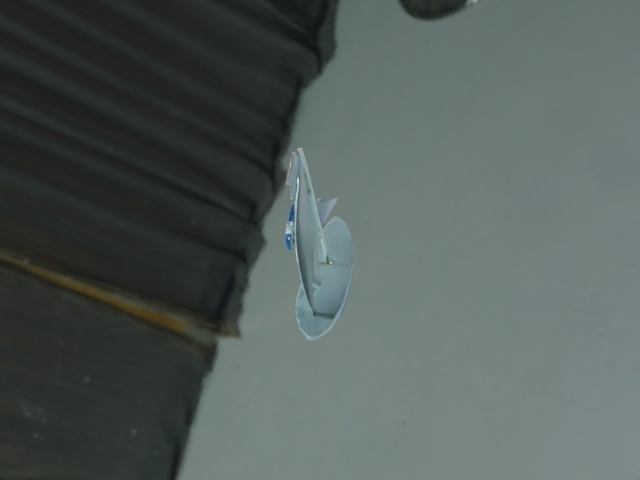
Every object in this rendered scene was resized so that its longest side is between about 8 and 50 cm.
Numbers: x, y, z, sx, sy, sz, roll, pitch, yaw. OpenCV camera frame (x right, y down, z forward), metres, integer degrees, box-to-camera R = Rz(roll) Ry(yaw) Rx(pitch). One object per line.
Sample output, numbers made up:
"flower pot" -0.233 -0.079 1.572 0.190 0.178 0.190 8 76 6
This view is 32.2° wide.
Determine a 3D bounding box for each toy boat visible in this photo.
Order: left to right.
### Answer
"toy boat" -0.001 0.012 0.737 0.034 0.149 0.105 3 70 10

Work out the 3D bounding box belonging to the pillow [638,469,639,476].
"pillow" 0.531 0.220 1.228 0.283 0.138 0.310 -55 33 -3
